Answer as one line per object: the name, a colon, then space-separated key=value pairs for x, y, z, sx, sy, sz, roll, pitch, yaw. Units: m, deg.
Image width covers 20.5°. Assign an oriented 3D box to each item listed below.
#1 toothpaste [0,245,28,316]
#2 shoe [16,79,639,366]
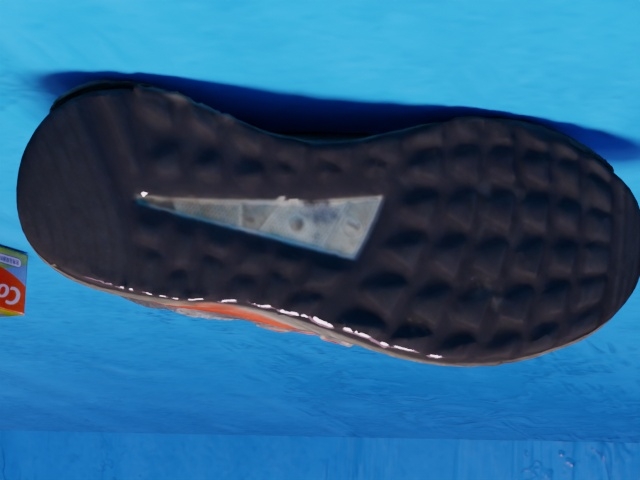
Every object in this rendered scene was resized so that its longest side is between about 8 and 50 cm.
toothpaste: x=-0.288 y=0.026 z=1.261 sx=0.044 sy=0.070 sz=0.193 roll=-7 pitch=165 yaw=30
shoe: x=0.000 y=0.000 z=0.971 sx=0.336 sy=0.132 sz=0.171 roll=7 pitch=172 yaw=-11
